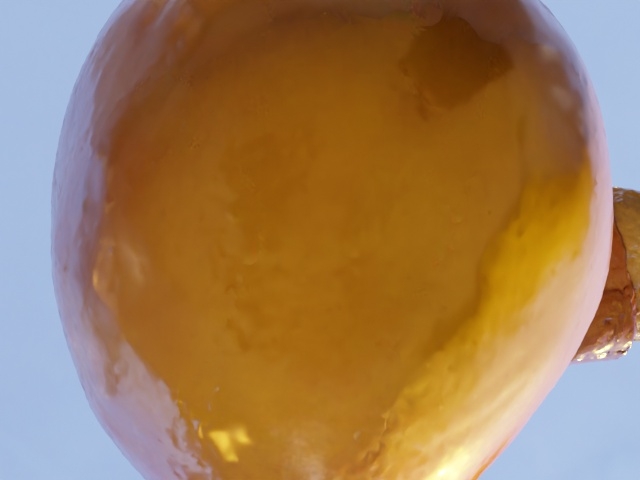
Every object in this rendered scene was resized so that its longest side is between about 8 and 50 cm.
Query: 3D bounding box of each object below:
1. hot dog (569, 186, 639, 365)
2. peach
[{"bbox_3d":[0.157,0.028,1.127,0.261,0.093,0.123,-8,-79,-14],"label":"hot dog"},{"bbox_3d":[-0.004,0.000,0.822,0.289,0.289,0.308,14,-79,-7],"label":"peach"}]
